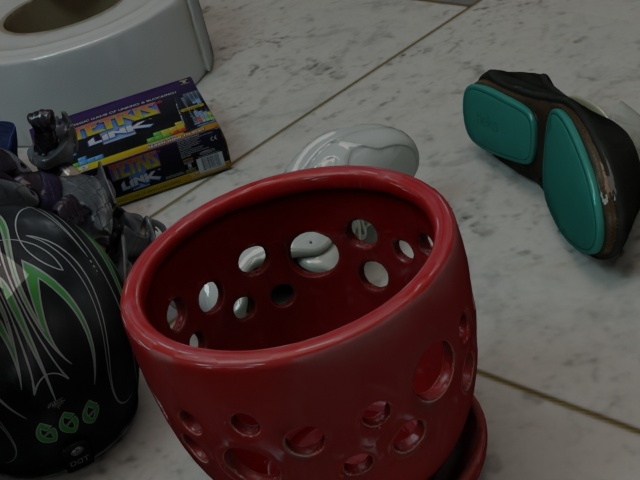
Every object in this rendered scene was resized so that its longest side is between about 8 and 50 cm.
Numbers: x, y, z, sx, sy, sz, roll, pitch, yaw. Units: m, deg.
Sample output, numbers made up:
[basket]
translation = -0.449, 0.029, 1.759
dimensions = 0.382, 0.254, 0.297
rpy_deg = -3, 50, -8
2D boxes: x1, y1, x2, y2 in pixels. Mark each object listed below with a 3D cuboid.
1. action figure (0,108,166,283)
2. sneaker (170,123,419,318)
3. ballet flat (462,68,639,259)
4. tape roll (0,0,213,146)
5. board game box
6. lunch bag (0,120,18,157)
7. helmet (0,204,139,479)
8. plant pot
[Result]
[action figure]
translation = -0.239, -0.043, 1.015
dimensions = 0.099, 0.285, 0.185
rpy_deg = -58, 34, 16
[sneaker]
translation = 0.000, 0.000, 0.975
dimensions = 0.232, 0.090, 0.115
rpy_deg = -38, 43, -19
[ballet flat]
translation = 0.198, -0.075, 0.996
dimensions = 0.096, 0.095, 0.280
rpy_deg = -8, 29, -12
[tape roll]
translation = -0.264, -0.214, 1.419
dimensions = 0.286, 0.100, 0.286
rpy_deg = -11, 29, 6
[board game box]
translation = -0.183, -0.088, 1.224
dimensions = 0.170, 0.048, 0.141
rpy_deg = -20, 32, -9
[lunch bag]
translation = -0.326, -0.067, 1.237
dimensions = 0.067, 0.065, 0.098
rpy_deg = 1, 29, -3
[helmet]
translation = -0.203, 0.060, 0.871
dimensions = 0.169, 0.162, 0.169
rpy_deg = -11, 30, 6
[plant pot]
translation = -0.001, 0.076, 0.742
dimensions = 0.191, 0.174, 0.191
rpy_deg = -10, 30, 6
